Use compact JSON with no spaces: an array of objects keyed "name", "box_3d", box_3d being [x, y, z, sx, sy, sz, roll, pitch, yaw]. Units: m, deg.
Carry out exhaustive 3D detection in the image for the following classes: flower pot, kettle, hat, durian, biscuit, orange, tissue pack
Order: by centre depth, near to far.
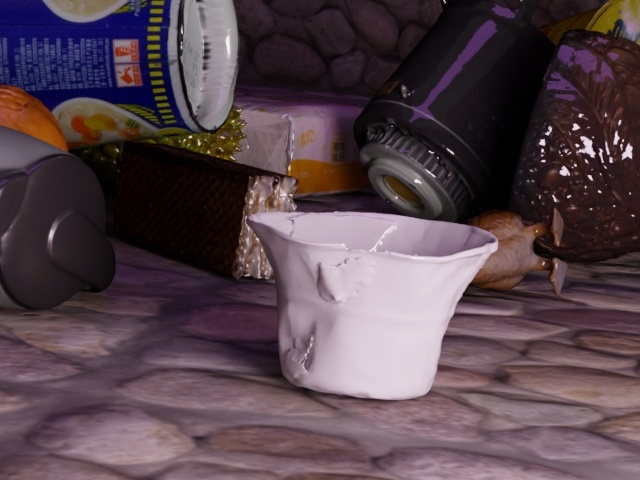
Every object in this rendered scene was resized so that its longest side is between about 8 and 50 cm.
[{"name":"hat","box_3d":[0.033,0.048,1.201,0.203,0.126,0.203,4,10,-1]},{"name":"kettle","box_3d":[-0.294,-0.017,1.392,0.236,0.161,0.221,12,-19,31]},{"name":"orange","box_3d":[-0.345,-0.073,1.612,0.193,0.161,0.193,-6,18,2]},{"name":"biscuit","box_3d":[-0.119,-0.033,1.640,0.070,0.106,0.252,1,11,-40]},{"name":"flower pot","box_3d":[0.368,-0.081,1.791,0.267,0.266,0.266,18,13,12]},{"name":"durian","box_3d":[-0.224,-0.147,1.959,0.237,0.200,0.176,21,-6,30]},{"name":"tissue pack","box_3d":[-0.044,-0.129,2.158,0.185,0.124,0.225,10,11,36]}]

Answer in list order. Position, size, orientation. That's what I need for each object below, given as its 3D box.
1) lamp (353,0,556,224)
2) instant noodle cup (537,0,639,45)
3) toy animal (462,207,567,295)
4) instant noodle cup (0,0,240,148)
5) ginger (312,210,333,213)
[{"name":"lamp","box_3d":[0.169,-0.160,1.970,0.272,0.374,0.205,-33,23,-28]},{"name":"instant noodle cup","box_3d":[0.434,-0.215,2.426,0.326,0.325,0.254,-1,2,-28]},{"name":"toy animal","box_3d":[0.163,0.008,1.634,0.179,0.089,0.188,-2,9,17]},{"name":"instant noodle cup","box_3d":[-0.265,-0.211,1.765,0.312,0.284,0.284,1,9,15]},{"name":"ginger","box_3d":[0.000,0.000,1.665,0.193,0.052,0.176,9,16,25]}]
